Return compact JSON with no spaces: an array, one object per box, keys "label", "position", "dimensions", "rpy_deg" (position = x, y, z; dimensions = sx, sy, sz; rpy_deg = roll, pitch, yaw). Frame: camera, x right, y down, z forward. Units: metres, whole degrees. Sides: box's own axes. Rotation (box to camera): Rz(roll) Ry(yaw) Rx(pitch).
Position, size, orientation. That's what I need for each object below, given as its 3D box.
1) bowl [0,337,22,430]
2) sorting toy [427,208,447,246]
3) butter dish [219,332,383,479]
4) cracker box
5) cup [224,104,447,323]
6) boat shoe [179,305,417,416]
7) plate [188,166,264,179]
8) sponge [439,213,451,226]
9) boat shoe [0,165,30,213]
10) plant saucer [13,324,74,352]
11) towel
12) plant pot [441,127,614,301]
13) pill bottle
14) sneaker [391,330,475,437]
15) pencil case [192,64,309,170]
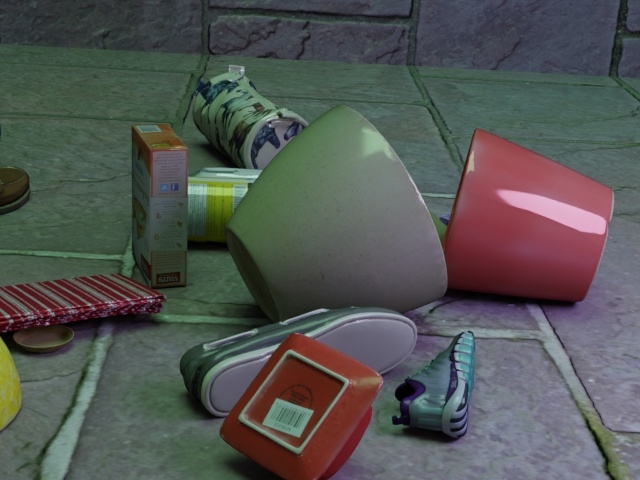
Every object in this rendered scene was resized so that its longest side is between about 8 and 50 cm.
[{"label":"bowl","position":[-0.514,0.134,1.428],"dimensions":[0.289,0.156,0.289],"rpy_deg":[3,19,-1]},{"label":"sorting toy","position":[0.067,-0.054,2.106],"dimensions":[0.307,0.041,0.229],"rpy_deg":[-12,48,-37]},{"label":"butter dish","position":[-0.008,0.214,1.367],"dimensions":[0.160,0.118,0.160],"rpy_deg":[22,67,39]},{"label":"cracker box","position":[-0.263,-0.058,1.901],"dimensions":[0.067,0.232,0.156],"rpy_deg":[-5,21,-19]},{"label":"cup","position":[0.000,0.000,1.743],"dimensions":[0.237,0.331,0.331],"rpy_deg":[-29,29,-14]},{"label":"boat shoe","position":[-0.028,0.142,1.560],"dimensions":[0.335,0.112,0.095],"rpy_deg":[-12,29,-30]},{"label":"plate","position":[-0.131,-0.112,2.269],"dimensions":[0.278,0.045,0.277],"rpy_deg":[3,5,-5]},{"label":"sponge","position":[0.341,-0.032,2.236],"dimensions":[0.210,0.031,0.117],"rpy_deg":[-10,24,-33]},{"label":"boat shoe","position":[-0.636,-0.102,2.150],"dimensions":[0.110,0.104,0.307],"rpy_deg":[10,20,19]},{"label":"plant saucer","position":[-0.388,0.139,1.645],"dimensions":[0.083,0.015,0.083],"rpy_deg":[2,19,-1]},{"label":"towel","position":[-0.391,0.091,1.735],"dimensions":[0.274,0.031,0.199],"rpy_deg":[-7,13,-31]},{"label":"plant pot","position":[0.332,-0.022,1.912],"dimensions":[0.243,0.275,0.275],"rpy_deg":[16,21,5]},{"label":"pill bottle","position":[-0.209,-0.055,2.073],"dimensions":[0.208,0.119,0.119],"rpy_deg":[2,19,-5]},{"label":"sneaker","position":[0.151,0.178,1.539],"dimensions":[0.098,0.083,0.224],"rpy_deg":[2,20,11]},{"label":"pencil case","position":[-0.151,-0.252,2.551],"dimensions":[0.159,0.184,0.410],"rpy_deg":[-4,22,-23]}]
